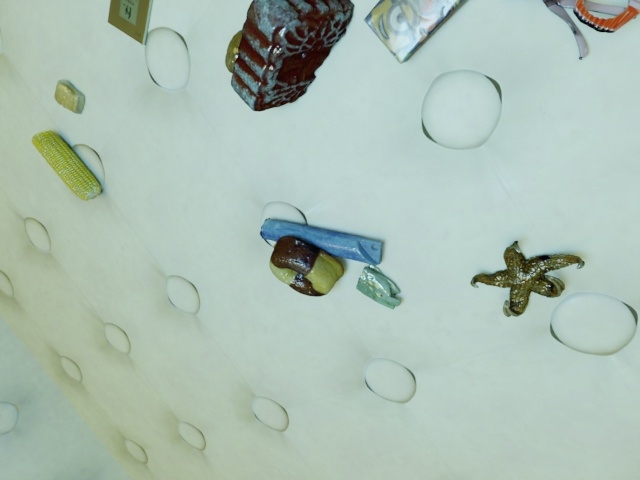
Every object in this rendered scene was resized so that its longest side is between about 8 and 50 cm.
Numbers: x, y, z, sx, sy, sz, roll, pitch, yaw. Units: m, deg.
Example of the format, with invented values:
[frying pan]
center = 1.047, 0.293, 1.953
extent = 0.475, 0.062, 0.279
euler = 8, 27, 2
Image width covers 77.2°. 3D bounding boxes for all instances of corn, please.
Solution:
[corn]
center = -0.780, -0.230, 1.238
extent = 0.081, 0.081, 0.248
euler = -38, 92, 35

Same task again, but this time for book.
[book]
center = -0.448, -0.576, 0.949
extent = 0.118, 0.012, 0.172
euler = 35, 123, 8

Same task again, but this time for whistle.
[whistle]
center = 0.000, 0.000, 0.961
extent = 0.304, 0.062, 0.062
euler = 12, 118, 21

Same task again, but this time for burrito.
[burrito]
center = 0.142, 0.115, 0.955
extent = 0.118, 0.044, 0.074
euler = 37, 120, 12

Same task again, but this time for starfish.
[starfish]
center = 0.401, 0.064, 0.780
extent = 0.146, 0.074, 0.190
euler = 48, 125, -2

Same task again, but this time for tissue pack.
[tissue pack]
center = 0.164, -0.402, 0.691
extent = 0.108, 0.060, 0.148
euler = 49, 123, -2

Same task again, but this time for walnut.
[walnut]
center = -0.159, -0.392, 0.852
extent = 0.079, 0.082, 0.096
euler = 19, 122, -14

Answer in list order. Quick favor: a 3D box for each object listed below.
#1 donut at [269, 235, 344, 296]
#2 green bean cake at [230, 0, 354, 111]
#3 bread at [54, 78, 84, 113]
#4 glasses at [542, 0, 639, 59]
[donut]
center = -0.040, 0.070, 0.971
extent = 0.184, 0.073, 0.166
euler = 36, 148, -14
[green bean cake]
center = -0.063, -0.367, 0.783
extent = 0.097, 0.198, 0.233
euler = 49, 141, 9
[bread]
center = -0.721, -0.413, 1.152
extent = 0.083, 0.035, 0.070
euler = 37, 125, 0
[glasses]
center = 0.388, -0.385, 0.589
extent = 0.255, 0.095, 0.162
euler = 36, 96, 9
